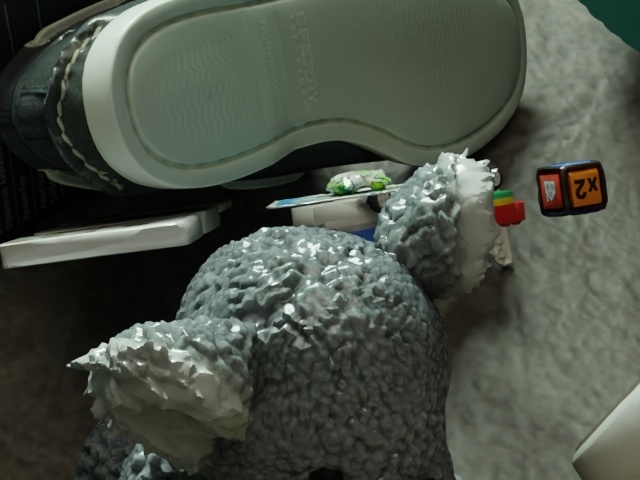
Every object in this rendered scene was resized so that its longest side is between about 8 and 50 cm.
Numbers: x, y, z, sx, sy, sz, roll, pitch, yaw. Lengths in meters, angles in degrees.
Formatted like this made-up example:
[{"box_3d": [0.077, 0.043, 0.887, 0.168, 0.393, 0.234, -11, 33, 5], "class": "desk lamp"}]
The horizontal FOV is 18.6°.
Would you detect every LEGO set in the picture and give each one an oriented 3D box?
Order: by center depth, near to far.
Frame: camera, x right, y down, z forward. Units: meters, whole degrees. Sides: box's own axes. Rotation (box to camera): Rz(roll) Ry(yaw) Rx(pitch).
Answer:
[{"box_3d": [0.000, 0.000, 0.853, 0.244, 0.182, 0.060, -8, 94, 3], "class": "LEGO set"}]

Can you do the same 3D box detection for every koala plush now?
[{"box_3d": [-0.009, 0.074, 0.746, 0.196, 0.221, 0.203, -28, 57, -21], "class": "koala plush"}]

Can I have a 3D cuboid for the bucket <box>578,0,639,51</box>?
[{"box_3d": [0.243, -0.211, 0.961, 0.281, 0.281, 0.183, 20, 58, 13], "class": "bucket"}]

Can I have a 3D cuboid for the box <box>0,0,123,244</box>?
[{"box_3d": [-0.230, -0.166, 0.956, 0.312, 0.179, 0.343, -36, 60, -25], "class": "box"}]

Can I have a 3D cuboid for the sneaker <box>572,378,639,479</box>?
[{"box_3d": [0.227, 0.072, 0.789, 0.290, 0.106, 0.123, -13, 57, -42], "class": "sneaker"}]

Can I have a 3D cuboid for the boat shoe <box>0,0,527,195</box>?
[{"box_3d": [-0.017, -0.082, 0.907, 0.091, 0.114, 0.303, 0, 4, 41], "class": "boat shoe"}]
